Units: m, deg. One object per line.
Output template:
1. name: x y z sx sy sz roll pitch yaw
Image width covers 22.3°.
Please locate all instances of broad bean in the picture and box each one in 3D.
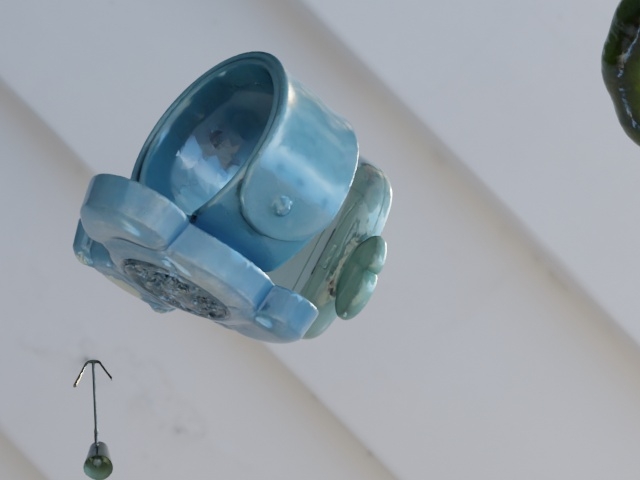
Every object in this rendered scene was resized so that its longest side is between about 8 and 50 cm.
1. broad bean: 0.345 -0.177 1.589 0.049 0.144 0.292 -59 149 -38

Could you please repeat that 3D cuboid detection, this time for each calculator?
1. calculator: 0.000 0.000 1.574 0.184 0.042 0.295 -63 -160 6

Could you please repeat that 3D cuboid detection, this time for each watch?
1. watch: -0.074 -0.043 1.242 0.193 0.211 0.211 -63 -177 -17

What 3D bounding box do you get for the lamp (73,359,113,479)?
1. lamp: -0.243 0.195 1.759 0.054 0.041 0.121 -105 -166 -68
